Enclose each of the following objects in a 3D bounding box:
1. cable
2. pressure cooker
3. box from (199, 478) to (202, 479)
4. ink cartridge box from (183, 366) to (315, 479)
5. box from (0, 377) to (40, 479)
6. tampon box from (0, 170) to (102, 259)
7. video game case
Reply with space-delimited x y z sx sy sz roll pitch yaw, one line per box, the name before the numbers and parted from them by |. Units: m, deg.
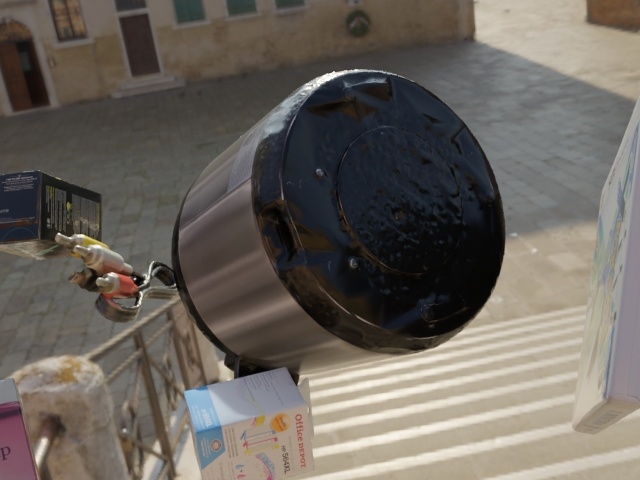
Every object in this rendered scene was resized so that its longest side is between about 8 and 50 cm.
cable | -0.266 0.059 1.111 0.139 0.072 0.287 45 12 21
pressure cooker | -0.005 -0.004 1.047 0.370 0.375 0.420 -30 2 -35
box | -0.153 0.604 1.479 0.121 0.311 0.148 8 49 32
ink cartridge box | -0.072 0.214 0.851 0.143 0.092 0.090 -12 22 -14
box | -0.424 0.313 0.924 0.149 0.127 0.232 -14 60 -23
tampon box | -0.423 -0.033 1.128 0.121 0.101 0.161 -5 -10 14
video game case | 0.332 0.038 0.836 0.036 0.329 0.300 9 -17 15
